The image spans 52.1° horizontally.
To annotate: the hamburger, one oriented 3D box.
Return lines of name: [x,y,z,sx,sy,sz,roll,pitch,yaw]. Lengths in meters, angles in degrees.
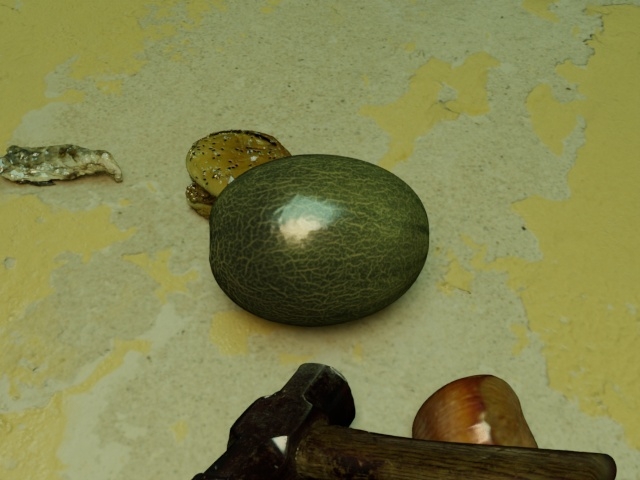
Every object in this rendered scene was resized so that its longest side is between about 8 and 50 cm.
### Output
hamburger: [-0.134,-0.111,1.054,0.177,0.113,0.185,-25,60,-19]

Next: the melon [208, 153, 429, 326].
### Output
melon: [0.000,0.000,0.902,0.302,0.237,0.237,-2,54,-7]

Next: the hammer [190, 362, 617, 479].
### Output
hammer: [0.084,0.237,0.684,0.409,0.095,0.242,-1,19,30]

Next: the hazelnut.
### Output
hazelnut: [0.189,0.248,0.811,0.151,0.150,0.150,2,54,-2]

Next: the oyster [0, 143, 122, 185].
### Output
oyster: [-0.436,-0.138,1.088,0.200,0.061,0.106,-9,54,-10]
